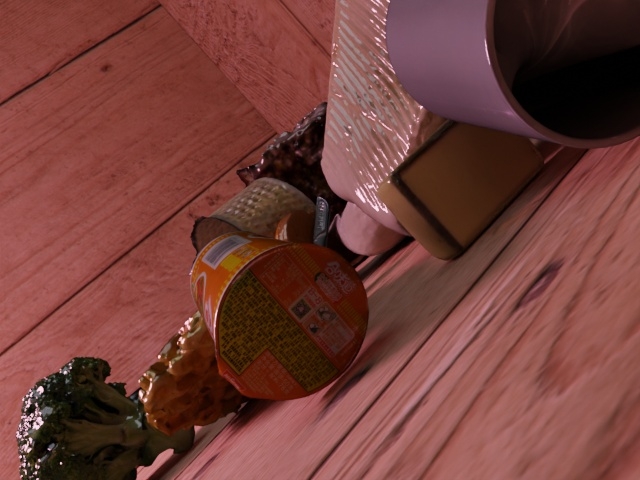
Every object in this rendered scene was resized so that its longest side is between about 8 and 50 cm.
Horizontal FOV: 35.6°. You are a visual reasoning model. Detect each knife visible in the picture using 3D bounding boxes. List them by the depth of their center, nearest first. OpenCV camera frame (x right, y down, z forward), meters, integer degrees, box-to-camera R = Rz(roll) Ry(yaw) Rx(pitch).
[{"bbox_3d":[0.000,0.000,1.636,0.028,0.015,0.210,-16,42,20],"label":"knife"}]

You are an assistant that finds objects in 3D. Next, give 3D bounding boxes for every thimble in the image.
[{"bbox_3d":[-0.094,0.026,1.828,0.150,0.271,0.271,-41,1,-29],"label":"thimble"}]

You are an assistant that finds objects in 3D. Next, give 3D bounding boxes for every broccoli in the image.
[{"bbox_3d":[-0.327,0.303,1.507,0.270,0.270,0.270,-8,9,9],"label":"broccoli"}]

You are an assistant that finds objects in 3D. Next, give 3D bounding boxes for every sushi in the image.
[{"bbox_3d":[0.024,-0.110,1.992,0.299,0.294,0.281,-42,2,-10],"label":"sushi"}]

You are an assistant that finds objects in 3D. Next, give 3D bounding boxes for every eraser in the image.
[{"bbox_3d":[0.157,-0.071,1.117,0.172,0.117,0.058,-44,3,-25],"label":"eraser"}]

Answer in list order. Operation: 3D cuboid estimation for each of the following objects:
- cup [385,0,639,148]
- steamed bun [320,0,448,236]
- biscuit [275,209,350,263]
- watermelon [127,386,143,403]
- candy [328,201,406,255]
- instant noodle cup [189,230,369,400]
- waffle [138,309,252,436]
[{"bbox_3d":[0.192,-0.205,0.958,0.205,0.205,0.312,-42,18,-4],"label":"cup"},{"bbox_3d":[0.149,-0.211,1.294,0.236,0.247,0.384,-15,-53,-31],"label":"steamed bun"},{"bbox_3d":[-0.017,0.022,1.671,0.050,0.170,0.170,-28,9,29],"label":"biscuit"},{"bbox_3d":[-0.350,0.382,2.112,0.301,0.123,0.129,-44,-29,-34],"label":"watermelon"},{"bbox_3d":[0.153,-0.149,1.643,0.427,0.186,0.386,-57,-10,-43],"label":"candy"},{"bbox_3d":[-0.061,0.064,1.058,0.168,0.168,0.185,-43,23,-9],"label":"instant noodle cup"},{"bbox_3d":[-0.106,0.138,1.296,0.302,0.068,0.325,-44,-23,8],"label":"waffle"}]
